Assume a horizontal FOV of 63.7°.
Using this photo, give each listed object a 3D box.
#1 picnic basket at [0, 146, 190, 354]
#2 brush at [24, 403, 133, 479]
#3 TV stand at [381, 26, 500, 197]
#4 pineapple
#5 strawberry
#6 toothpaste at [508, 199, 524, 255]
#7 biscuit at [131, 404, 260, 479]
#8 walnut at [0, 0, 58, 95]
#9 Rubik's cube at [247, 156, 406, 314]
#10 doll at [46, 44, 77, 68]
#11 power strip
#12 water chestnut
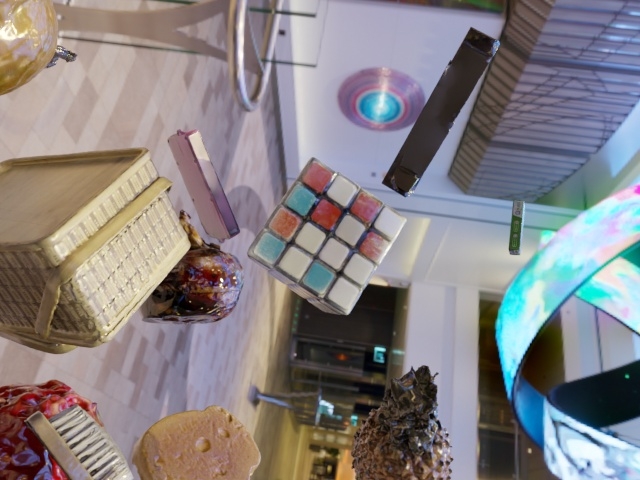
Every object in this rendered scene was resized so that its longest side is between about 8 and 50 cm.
[{"bbox_3d":[-0.361,0.009,0.701,0.228,0.312,0.176,-62,144,-47],"label":"picnic basket"},{"bbox_3d":[-0.228,0.322,0.611,0.065,0.327,0.070,-35,166,-36],"label":"brush"},{"bbox_3d":[0.178,-0.187,0.777,0.257,0.048,0.040,-61,165,21],"label":"TV stand"},{"bbox_3d":[0.164,0.365,0.949,0.202,0.201,0.362,-78,174,-47],"label":"pineapple"},{"bbox_3d":[-0.496,0.347,0.735,0.318,0.344,0.296,110,-14,-56],"label":"strawberry"},{"bbox_3d":[0.292,-0.019,0.765,0.020,0.017,0.083,49,50,-52],"label":"toothpaste"},{"bbox_3d":[-0.268,0.523,1.204,0.057,0.287,0.343,-54,156,15],"label":"biscuit"},{"bbox_3d":[-0.391,-0.248,0.545,0.213,0.213,0.214,8,90,-86],"label":"walnut"},{"bbox_3d":[0.001,0.000,1.180,0.256,0.253,0.259,-57,-177,-10],"label":"Rubik's cube"},{"bbox_3d":[-0.760,-0.503,1.409,0.139,0.165,0.057,-14,-93,51],"label":"doll"},{"bbox_3d":[-0.270,-0.125,1.188,0.037,0.109,0.279,-34,115,-35],"label":"power strip"},{"bbox_3d":[-0.394,0.084,1.534,0.335,0.334,0.348,28,65,-86],"label":"water chestnut"}]
